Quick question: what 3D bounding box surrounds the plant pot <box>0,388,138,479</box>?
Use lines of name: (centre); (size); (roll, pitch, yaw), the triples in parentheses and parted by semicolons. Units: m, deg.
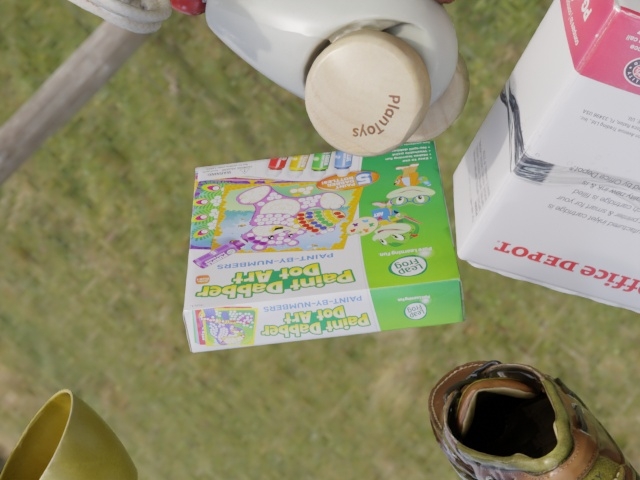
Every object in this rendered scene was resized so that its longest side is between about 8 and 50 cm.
plant pot: (-0.225, 0.218, 1.326); (0.095, 0.134, 0.134); (33, 166, -20)

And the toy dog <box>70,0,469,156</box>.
toy dog: (-0.018, -0.194, 1.009); (0.333, 0.161, 0.220); (28, -162, -14)

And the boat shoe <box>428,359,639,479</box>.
boat shoe: (0.145, 0.133, 1.064); (0.104, 0.110, 0.307); (50, 173, -18)

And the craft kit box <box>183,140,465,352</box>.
craft kit box: (0.000, 0.000, 1.372); (0.247, 0.249, 0.061); (-94, -4, -53)

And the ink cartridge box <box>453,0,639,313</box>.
ink cartridge box: (0.217, -0.074, 1.013); (0.172, 0.100, 0.237); (15, 132, -14)
